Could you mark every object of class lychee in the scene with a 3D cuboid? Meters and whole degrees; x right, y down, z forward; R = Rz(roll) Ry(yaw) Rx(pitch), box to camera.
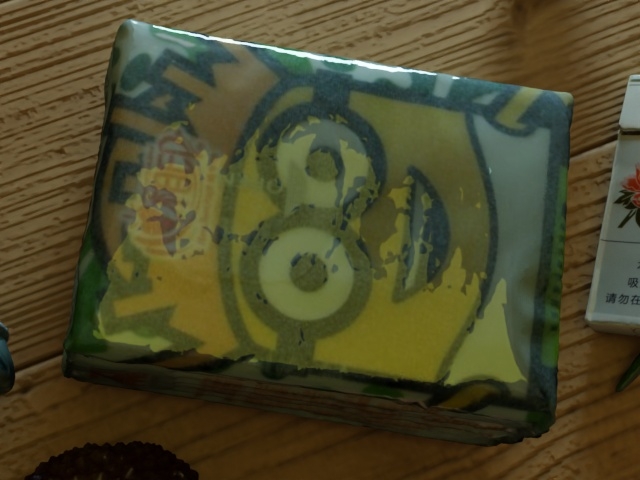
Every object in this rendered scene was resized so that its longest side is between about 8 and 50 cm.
[{"bbox_3d":[-0.130,0.178,0.826,0.123,0.123,0.129,38,61,0],"label":"lychee"}]

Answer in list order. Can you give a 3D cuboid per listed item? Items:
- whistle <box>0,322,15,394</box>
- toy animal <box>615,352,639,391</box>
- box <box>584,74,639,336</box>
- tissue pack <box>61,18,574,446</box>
[{"bbox_3d":[-0.385,0.119,0.769,0.404,0.168,0.188,-36,86,-21],"label":"whistle"},{"bbox_3d":[0.280,0.019,0.978,0.075,0.041,0.217,12,71,29],"label":"toy animal"},{"bbox_3d":[0.260,-0.026,0.968,0.109,0.029,0.198,4,72,31],"label":"box"},{"bbox_3d":[0.000,0.000,0.889,0.310,0.128,0.228,9,73,-9],"label":"tissue pack"}]
